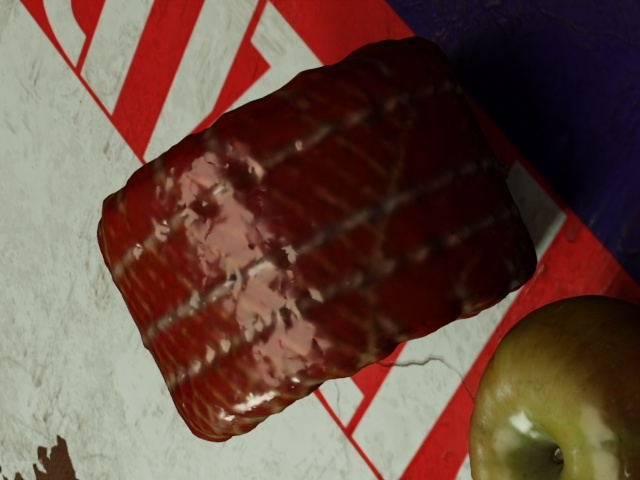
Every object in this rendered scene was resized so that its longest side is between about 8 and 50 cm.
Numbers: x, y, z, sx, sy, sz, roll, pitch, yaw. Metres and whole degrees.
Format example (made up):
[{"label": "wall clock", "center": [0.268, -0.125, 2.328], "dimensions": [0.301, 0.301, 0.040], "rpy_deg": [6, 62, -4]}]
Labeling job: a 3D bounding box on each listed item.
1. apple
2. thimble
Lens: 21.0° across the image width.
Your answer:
[{"label": "apple", "center": [0.222, 0.160, 1.322], "dimensions": [0.210, 0.173, 0.234], "rpy_deg": [22, 110, 50]}, {"label": "thimble", "center": [0.000, 0.000, 1.405], "dimensions": [0.350, 0.350, 0.230], "rpy_deg": [-31, 84, 51]}]
